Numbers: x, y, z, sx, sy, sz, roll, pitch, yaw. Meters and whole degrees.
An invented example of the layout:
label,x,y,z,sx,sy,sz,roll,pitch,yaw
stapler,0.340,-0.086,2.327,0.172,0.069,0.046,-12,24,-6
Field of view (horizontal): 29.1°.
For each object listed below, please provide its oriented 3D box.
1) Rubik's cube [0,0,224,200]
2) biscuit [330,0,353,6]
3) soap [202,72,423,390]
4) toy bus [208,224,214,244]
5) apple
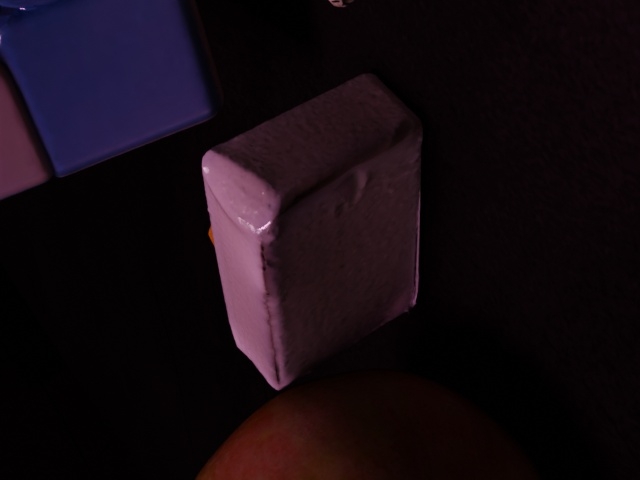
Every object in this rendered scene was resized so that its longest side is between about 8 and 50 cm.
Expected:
label,x,y,z,sx,sy,sz,roll,pitch,yaw
Rubik's cube,-0.296,-0.226,0.731,0.346,0.347,0.344,-122,13,-49
biscuit,-0.048,-0.231,0.646,0.250,0.046,0.147,42,152,42
soap,0.000,0.000,0.751,0.064,0.121,0.183,46,156,32
toy bus,-0.032,-0.020,0.870,0.070,0.074,0.162,58,162,7
apple,0.024,0.202,0.792,0.257,0.256,0.234,67,171,-21
